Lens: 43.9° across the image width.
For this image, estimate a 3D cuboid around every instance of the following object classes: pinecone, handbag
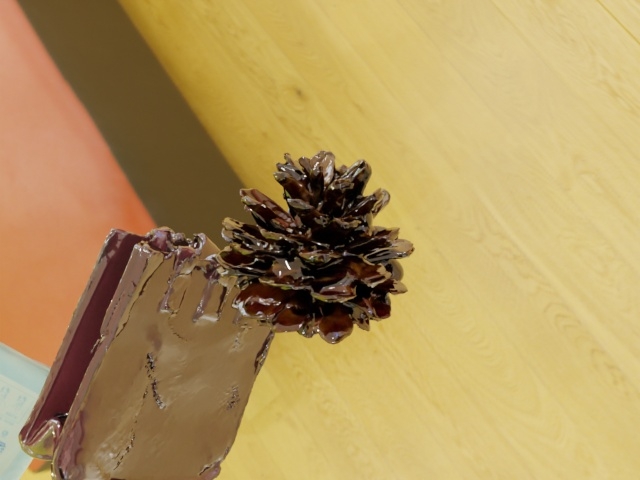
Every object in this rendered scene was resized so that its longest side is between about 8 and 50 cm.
[{"bbox_3d":[-0.001,0.001,0.548,0.140,0.140,0.120,19,116,30],"label":"pinecone"},{"bbox_3d":[-0.130,0.098,0.668,0.074,0.203,0.216,24,93,33],"label":"handbag"}]

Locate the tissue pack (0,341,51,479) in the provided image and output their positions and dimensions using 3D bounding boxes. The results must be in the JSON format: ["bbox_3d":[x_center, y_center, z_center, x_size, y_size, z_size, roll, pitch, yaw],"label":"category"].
[{"bbox_3d":[-0.422,0.167,0.853,0.089,0.263,0.177,13,67,53],"label":"tissue pack"}]
